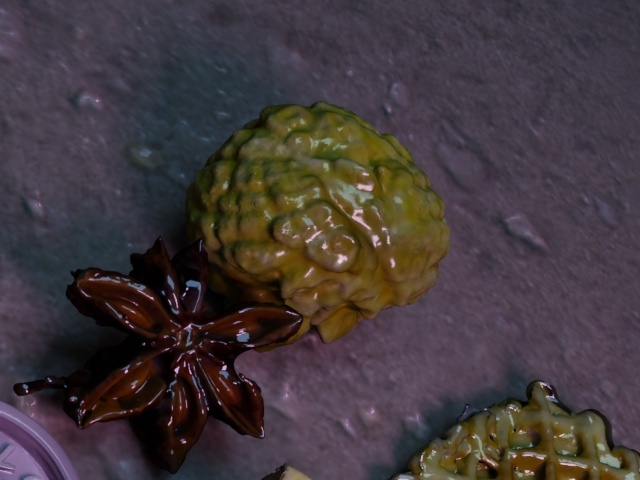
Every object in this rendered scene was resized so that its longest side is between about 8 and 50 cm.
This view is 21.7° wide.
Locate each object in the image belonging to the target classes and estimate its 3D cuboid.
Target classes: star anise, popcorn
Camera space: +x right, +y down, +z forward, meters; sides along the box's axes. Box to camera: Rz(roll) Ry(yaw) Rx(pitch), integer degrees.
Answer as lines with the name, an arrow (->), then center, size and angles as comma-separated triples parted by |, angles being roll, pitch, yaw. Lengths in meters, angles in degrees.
star anise -> -0.132, 0.088, 1.431 | 0.220, 0.126, 0.190 | 31, 85, -23
popcorn -> 0.000, 0.000, 1.567 | 0.237, 0.251, 0.206 | -29, 48, -11

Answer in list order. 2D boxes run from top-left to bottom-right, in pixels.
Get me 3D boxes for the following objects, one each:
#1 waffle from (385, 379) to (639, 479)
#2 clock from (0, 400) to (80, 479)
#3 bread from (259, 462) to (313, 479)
waffle -> 0.213, 0.285, 1.578 | 0.317, 0.073, 0.297 | -27, 70, -38
clock -> -0.279, 0.216, 1.276 | 0.196, 0.068, 0.197 | 19, 49, -24
bread -> 0.011, 0.323, 1.333 | 0.264, 0.167, 0.163 | 32, 46, -13
